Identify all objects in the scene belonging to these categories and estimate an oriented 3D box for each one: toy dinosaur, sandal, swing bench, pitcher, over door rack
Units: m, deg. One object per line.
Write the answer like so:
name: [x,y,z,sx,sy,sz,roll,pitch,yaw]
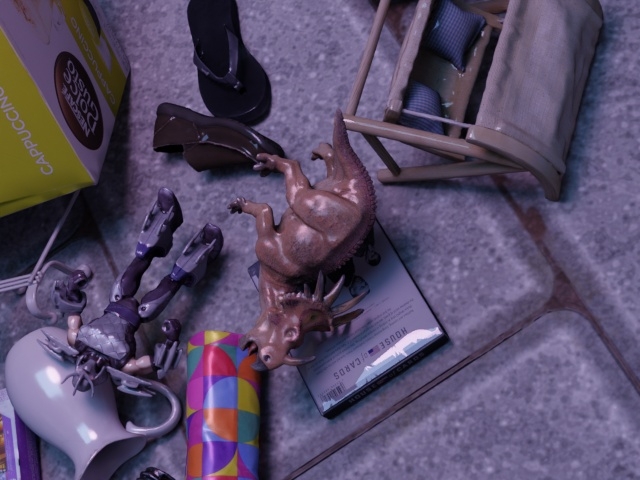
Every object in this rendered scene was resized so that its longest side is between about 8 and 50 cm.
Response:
toy dinosaur: [0.000,0.000,1.547,0.200,0.127,0.296,46,112,33]
sandal: [-0.144,-0.265,1.854,0.097,0.054,0.254,-29,57,11]
swing bench: [0.188,-0.205,1.596,0.254,0.165,0.253,6,69,28]
pitcher: [-0.294,0.199,1.677,0.177,0.125,0.207,-32,64,-17]
over door rack: [-0.439,0.005,1.852,0.239,0.108,0.324,-12,47,21]

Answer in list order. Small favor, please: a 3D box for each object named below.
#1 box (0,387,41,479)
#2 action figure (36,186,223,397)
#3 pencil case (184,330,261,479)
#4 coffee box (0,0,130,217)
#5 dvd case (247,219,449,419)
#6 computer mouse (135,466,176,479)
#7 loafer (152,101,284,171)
box: [-0.509,0.332,1.725,0.293,0.057,0.201,-18,63,13]
action figure: [-0.237,0.078,1.643,0.185,0.099,0.285,30,61,2]
pencil case: [-0.118,0.224,1.582,0.104,0.104,0.236,-12,60,21]
coffee box: [-0.496,-0.240,1.774,0.338,0.338,0.334,-17,33,13]
dvd case: [0.029,0.077,1.619,0.179,0.029,0.239,-34,57,7]
computer mouse: [-0.200,0.405,1.523,0.188,0.072,0.272,44,107,10]
loafer: [-0.142,-0.125,1.781,0.220,0.080,0.078,18,85,37]
